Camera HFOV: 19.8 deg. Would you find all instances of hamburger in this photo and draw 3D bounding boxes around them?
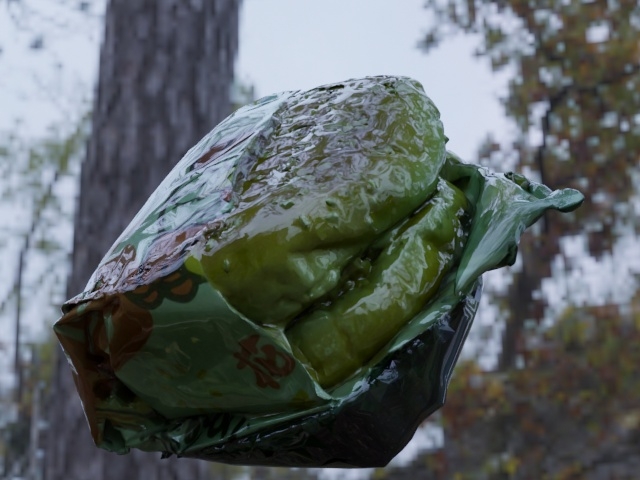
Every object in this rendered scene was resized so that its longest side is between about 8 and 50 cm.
[{"bbox_3d":[0.003,0.001,0.850,0.235,0.214,0.125,-15,-57,40],"label":"hamburger"}]
